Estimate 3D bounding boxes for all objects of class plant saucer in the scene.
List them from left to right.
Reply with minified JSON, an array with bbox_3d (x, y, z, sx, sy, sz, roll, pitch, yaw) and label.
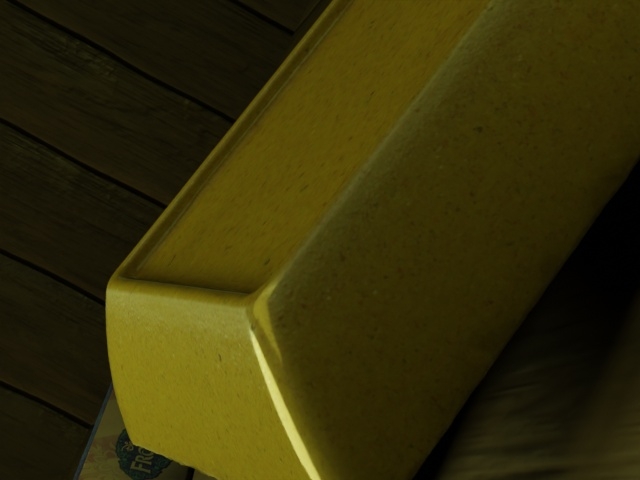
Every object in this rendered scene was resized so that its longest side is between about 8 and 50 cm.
[{"bbox_3d":[0.025,-0.039,0.816,0.333,0.081,0.333,-53,18,-13],"label":"plant saucer"}]

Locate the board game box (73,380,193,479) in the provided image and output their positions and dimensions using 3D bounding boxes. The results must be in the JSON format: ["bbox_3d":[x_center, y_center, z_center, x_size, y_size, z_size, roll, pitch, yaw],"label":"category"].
[{"bbox_3d":[-0.138,0.242,1.074,0.318,0.066,0.318,-79,4,-66],"label":"board game box"}]
